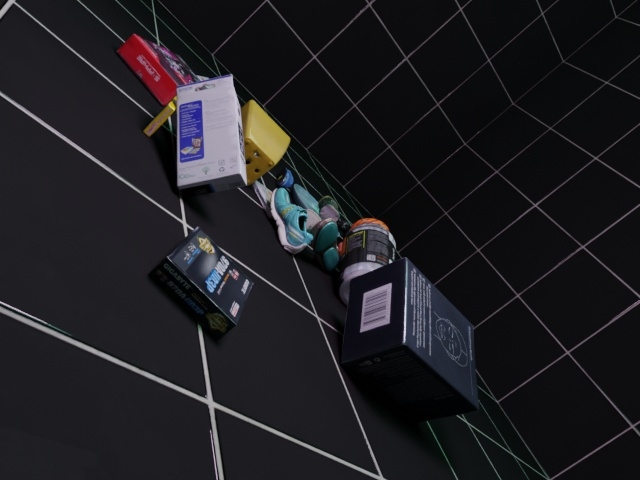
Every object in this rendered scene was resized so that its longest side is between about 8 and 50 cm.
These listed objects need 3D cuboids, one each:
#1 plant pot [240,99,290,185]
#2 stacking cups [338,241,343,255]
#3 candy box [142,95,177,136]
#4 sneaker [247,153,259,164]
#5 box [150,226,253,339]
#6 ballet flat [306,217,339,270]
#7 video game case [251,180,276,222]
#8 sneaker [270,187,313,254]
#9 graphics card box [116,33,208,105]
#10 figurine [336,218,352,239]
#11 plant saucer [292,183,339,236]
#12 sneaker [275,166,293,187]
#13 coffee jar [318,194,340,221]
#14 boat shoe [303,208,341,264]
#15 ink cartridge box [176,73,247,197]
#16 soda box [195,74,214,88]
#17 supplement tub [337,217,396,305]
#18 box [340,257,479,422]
[{"bbox_3d":[-0.253,-0.323,1.833,0.212,0.212,0.187,43,27,-30],"label":"plant pot"},{"bbox_3d":[0.118,0.087,2.180,0.096,0.096,0.316,45,9,-23],"label":"stacking cups"},{"bbox_3d":[-0.435,-0.355,1.447,0.027,0.105,0.206,46,13,-22],"label":"candy box"},{"bbox_3d":[-0.265,-0.347,2.152,0.121,0.079,0.217,51,20,-7],"label":"sneaker"},{"bbox_3d":[-0.223,0.075,1.015,0.175,0.051,0.220,48,11,-10],"label":"box"},{"bbox_3d":[0.000,0.000,1.806,0.106,0.107,0.316,48,-19,28],"label":"ballet flat"},{"bbox_3d":[-0.153,-0.112,1.926,0.227,0.026,0.206,36,18,-50],"label":"video game case"},{"bbox_3d":[-0.092,-0.076,1.756,0.107,0.110,0.275,37,26,-50],"label":"sneaker"},{"bbox_3d":[-0.526,-0.572,1.825,0.233,0.094,0.371,49,11,-1],"label":"graphics card box"},{"bbox_3d":[0.156,0.004,2.476,0.209,0.092,0.215,50,8,-51],"label":"figurine"},{"bbox_3d":[-0.029,-0.129,2.400,0.317,0.043,0.318,46,12,-13],"label":"plant saucer"},{"bbox_3d":[-0.151,-0.268,2.320,0.082,0.069,0.209,50,11,-16],"label":"sneaker"},{"bbox_3d":[0.038,-0.145,2.399,0.096,0.079,0.184,46,12,-16],"label":"coffee jar"},{"bbox_3d":[0.006,-0.010,2.025,0.255,0.095,0.079,56,15,22],"label":"boat shoe"},{"bbox_3d":[-0.285,-0.274,1.337,0.065,0.165,0.333,70,11,-63],"label":"ink cartridge box"},{"bbox_3d":[-0.502,-0.640,2.172,0.069,0.074,0.216,48,12,-10],"label":"soda box"},{"bbox_3d":[0.174,0.080,1.891,0.207,0.207,0.338,44,31,-25],"label":"supplement tub"},{"bbox_3d":[0.268,0.297,1.505,0.395,0.212,0.294,43,38,-30],"label":"box"}]
